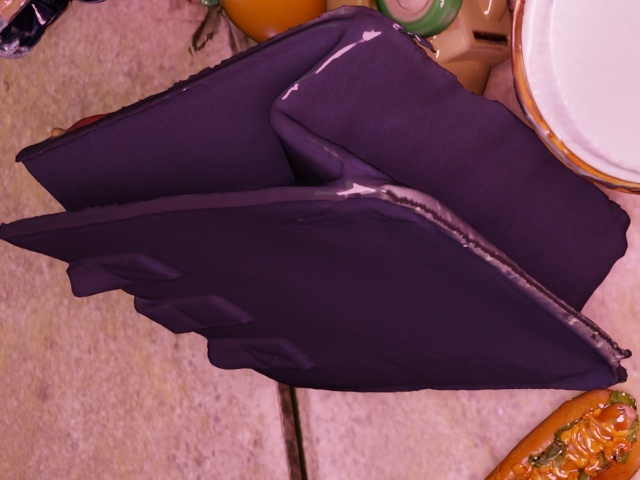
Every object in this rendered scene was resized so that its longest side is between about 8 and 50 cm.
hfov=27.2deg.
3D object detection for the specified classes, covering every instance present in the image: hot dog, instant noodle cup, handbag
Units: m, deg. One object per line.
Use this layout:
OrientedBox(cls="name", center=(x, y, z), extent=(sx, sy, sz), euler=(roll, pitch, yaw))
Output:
OrientedBox(cls="hot dog", center=(0.153, 0.172, 0.909), extent=(0.072, 0.055, 0.188), euler=(48, 120, 21))
OrientedBox(cls="instant noodle cup", center=(0.218, -0.112, 0.747), extent=(0.216, 0.172, 0.216), euler=(5, 98, 37))
OrientedBox(cls="handbag", center=(0.000, 0.000, 0.852), extent=(0.329, 0.303, 0.122), euler=(-10, 60, 40))

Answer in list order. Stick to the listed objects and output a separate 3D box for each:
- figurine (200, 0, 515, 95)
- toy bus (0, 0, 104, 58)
OrientedBox(cls="figurine", center=(0.019, -0.198, 0.926), extent=(0.222, 0.124, 0.324), euler=(-23, 79, 40))
OrientedBox(cls="toy bus", center=(-0.186, -0.277, 0.963), extent=(0.167, 0.138, 0.275), euler=(43, 94, -3))
